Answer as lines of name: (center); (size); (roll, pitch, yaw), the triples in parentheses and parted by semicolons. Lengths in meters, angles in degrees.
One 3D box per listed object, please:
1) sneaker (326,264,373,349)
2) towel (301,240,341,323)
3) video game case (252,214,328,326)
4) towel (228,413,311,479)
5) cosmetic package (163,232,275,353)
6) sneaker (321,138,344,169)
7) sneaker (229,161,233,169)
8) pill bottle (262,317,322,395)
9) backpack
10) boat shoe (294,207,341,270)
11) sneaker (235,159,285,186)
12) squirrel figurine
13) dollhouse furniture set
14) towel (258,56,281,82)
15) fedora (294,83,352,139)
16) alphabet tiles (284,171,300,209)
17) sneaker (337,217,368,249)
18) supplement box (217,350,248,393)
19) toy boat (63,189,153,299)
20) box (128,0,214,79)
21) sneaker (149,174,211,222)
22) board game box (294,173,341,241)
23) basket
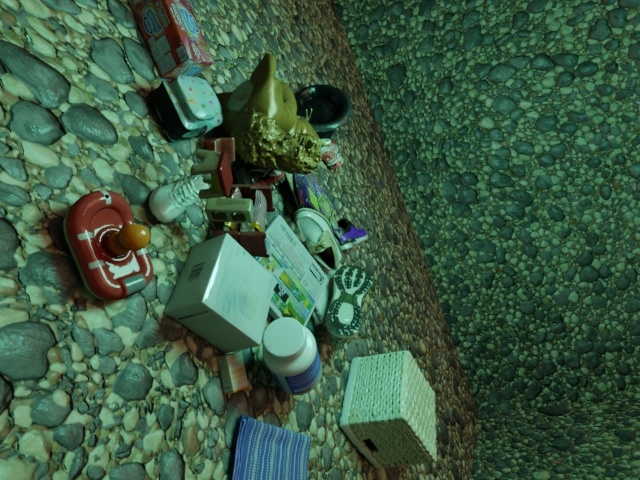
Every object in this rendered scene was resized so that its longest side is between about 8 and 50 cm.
sneaker: (0.095, 0.256, 1.588); (0.410, 0.158, 0.181); (-64, 172, -51)
towel: (0.004, 0.142, 1.649); (0.332, 0.054, 0.316); (-28, 97, -63)
video game case: (-0.119, 0.122, 1.384); (0.328, 0.036, 0.299); (54, 40, -22)
towel: (-0.127, 0.637, 1.102); (0.336, 0.040, 0.243); (43, 39, -43)
cosmetic package: (-0.253, 0.144, 1.077); (0.224, 0.138, 0.223); (50, 34, -37)
sneaker: (0.044, -0.432, 2.049); (0.144, 0.090, 0.270); (64, 25, -8)
sneaker: (-0.306, -0.241, 1.300); (0.051, 0.070, 0.134); (-21, 92, -65)
pill bottle: (-0.081, 0.330, 1.152); (0.271, 0.153, 0.152); (82, 10, -52)
backpack: (-0.379, -0.394, 1.185); (0.165, 0.145, 0.188); (62, 25, -5)
boat shoe: (0.000, 0.000, 1.554); (0.302, 0.113, 0.103); (49, 27, -37)
sneaker: (-0.216, -0.242, 1.435); (0.135, 0.098, 0.276); (65, 27, -11)
squirrel figurine: (-0.136, -0.353, 1.376); (0.371, 0.281, 0.396); (33, 34, -47)
dollhouse furniture set: (-0.221, -0.131, 1.112); (0.374, 0.153, 0.201); (93, 0, -56)
towel: (-0.230, -0.745, 1.825); (0.152, 0.023, 0.113); (38, 44, -50)
fedora: (0.003, -0.606, 1.960); (0.152, 0.335, 0.333); (85, 4, -58)
alphabet tiles: (-0.087, -0.274, 1.705); (0.342, 0.011, 0.284); (-74, 149, -61)
sneaker: (0.142, -0.047, 1.972); (0.293, 0.102, 0.146); (-26, 95, -63)
supplement box: (-0.236, 0.355, 1.082); (0.062, 0.036, 0.098); (6, 68, -61)
toy boat: (-0.420, 0.002, 0.841); (0.151, 0.151, 0.230); (-29, 99, -63)
box: (-0.451, -0.635, 1.218); (0.123, 0.128, 0.256); (-33, 102, -62)
sneaker: (-0.361, -0.132, 1.075); (0.090, 0.115, 0.232); (58, 29, -23)
board game box: (-0.010, -0.150, 1.684); (0.347, 0.056, 0.208); (47, 31, -55)
basket: (0.283, 0.666, 1.601); (0.328, 0.267, 0.331); (57, 28, -24)
